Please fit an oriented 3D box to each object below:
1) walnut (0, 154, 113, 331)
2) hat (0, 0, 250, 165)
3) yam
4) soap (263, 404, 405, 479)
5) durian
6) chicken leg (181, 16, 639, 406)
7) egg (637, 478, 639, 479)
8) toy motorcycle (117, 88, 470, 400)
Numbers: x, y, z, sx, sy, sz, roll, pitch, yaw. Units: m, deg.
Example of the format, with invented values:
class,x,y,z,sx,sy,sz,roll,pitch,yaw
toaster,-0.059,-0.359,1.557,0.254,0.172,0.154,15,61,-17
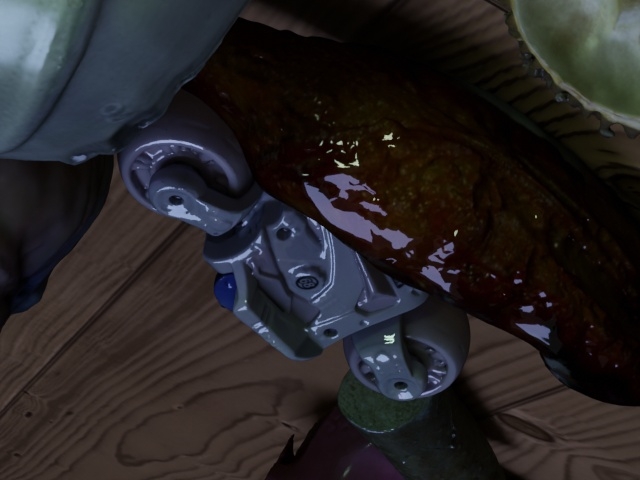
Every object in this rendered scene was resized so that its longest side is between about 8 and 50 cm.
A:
class,x,y,z,sx,sy,sz,roll,pitch,yaw
walnut,-0.229,-0.040,0.929,0.248,0.248,0.248,23,161,9
hat,-0.175,-0.158,0.677,0.258,0.168,0.301,11,156,34
yam,0.074,0.132,1.264,0.068,0.068,0.169,14,160,31
soap,0.092,0.251,1.458,0.325,0.127,0.220,30,160,-9
durian,0.117,-0.073,0.704,0.130,0.052,0.066,24,158,7
chicken leg,0.027,-0.041,0.858,0.407,0.096,0.158,31,179,-9
egg,0.277,0.250,0.986,0.336,0.278,0.278,22,161,-5
toy motorcycle,0.000,0.000,0.999,0.254,0.112,0.112,40,156,-31
